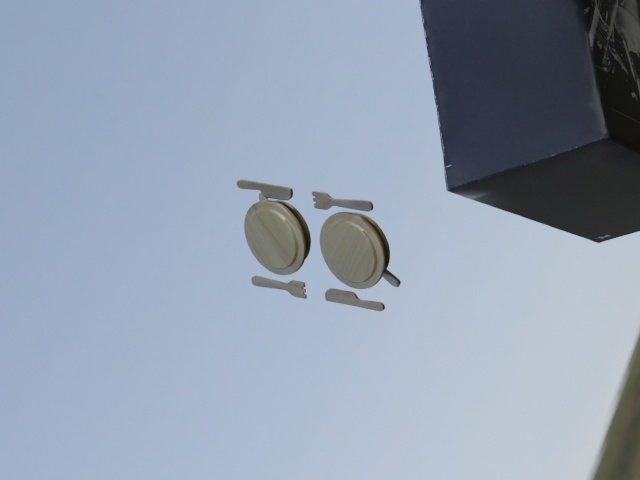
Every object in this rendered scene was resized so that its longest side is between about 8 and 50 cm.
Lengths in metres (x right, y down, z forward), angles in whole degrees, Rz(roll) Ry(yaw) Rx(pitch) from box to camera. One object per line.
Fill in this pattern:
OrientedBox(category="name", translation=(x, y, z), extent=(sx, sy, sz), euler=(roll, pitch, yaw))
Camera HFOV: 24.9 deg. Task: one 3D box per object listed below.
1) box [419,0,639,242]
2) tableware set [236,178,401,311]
OrientedBox(category="box", translation=(0.266, -0.189, 1.494), extent=(0.343, 0.179, 0.313), euler=(13, -115, -53))
OrientedBox(category="tableware set", translation=(0.000, 0.000, 1.559), extent=(0.039, 0.194, 0.128), euler=(-29, -60, -44))
